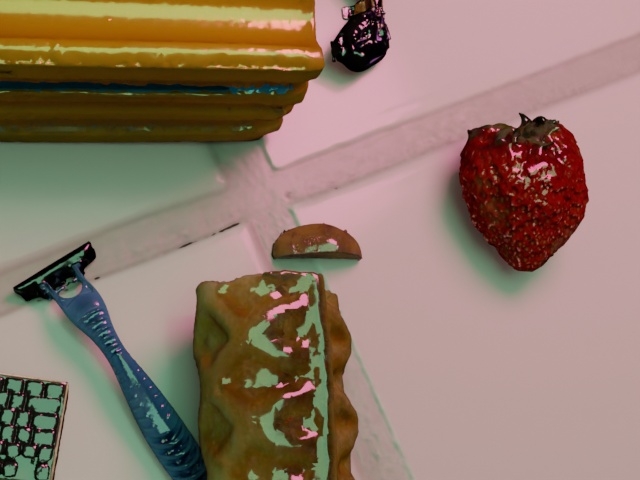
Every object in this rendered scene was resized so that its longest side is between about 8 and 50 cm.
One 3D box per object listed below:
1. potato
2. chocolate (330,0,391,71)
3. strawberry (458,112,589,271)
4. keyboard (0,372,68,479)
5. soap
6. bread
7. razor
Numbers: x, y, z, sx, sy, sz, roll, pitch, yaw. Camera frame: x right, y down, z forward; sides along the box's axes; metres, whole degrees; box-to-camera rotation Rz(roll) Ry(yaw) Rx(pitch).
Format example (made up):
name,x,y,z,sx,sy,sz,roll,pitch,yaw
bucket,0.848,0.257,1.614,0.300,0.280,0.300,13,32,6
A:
name,x,y,z,sx,sy,sz,roll,pitch,yaw
potato,0.001,-0.001,0.972,0.093,0.036,0.037,1,79,-17
chocolate,0.044,-0.247,1.044,0.072,0.070,0.147,14,83,-25
strawberry,0.211,-0.054,1.018,0.131,0.131,0.148,-27,115,-22
keyboard,-0.375,0.145,0.819,0.317,0.027,0.106,10,73,-16
soap,-0.176,-0.159,0.867,0.324,0.204,0.096,-2,78,-17
bread,-0.036,0.168,0.867,0.152,0.130,0.268,2,76,-29
razor,-0.172,0.124,0.883,0.082,0.042,0.253,-33,89,-24
